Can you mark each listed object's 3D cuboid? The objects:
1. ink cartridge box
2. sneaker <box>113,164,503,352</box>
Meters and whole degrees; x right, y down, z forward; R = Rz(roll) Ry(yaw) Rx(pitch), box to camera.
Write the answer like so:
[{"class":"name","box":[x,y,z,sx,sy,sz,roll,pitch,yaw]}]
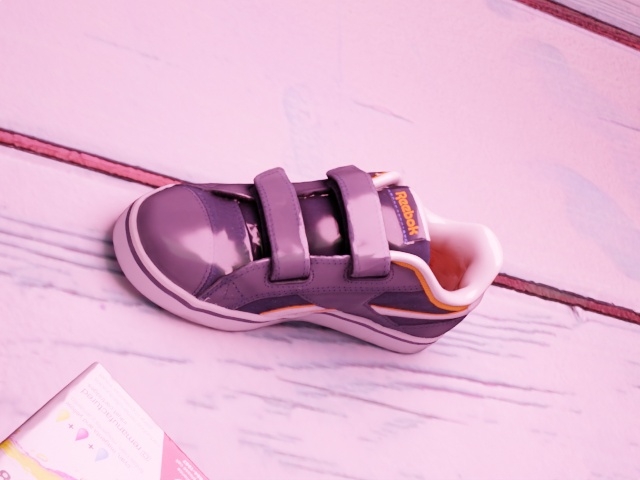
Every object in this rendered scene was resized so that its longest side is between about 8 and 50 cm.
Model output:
[{"class":"ink cartridge box","box":[-0.169,0.186,1.121,0.128,0.127,0.176,47,38,-1]},{"class":"sneaker","box":[0.000,0.000,1.459,0.321,0.127,0.126,10,52,-37]}]
